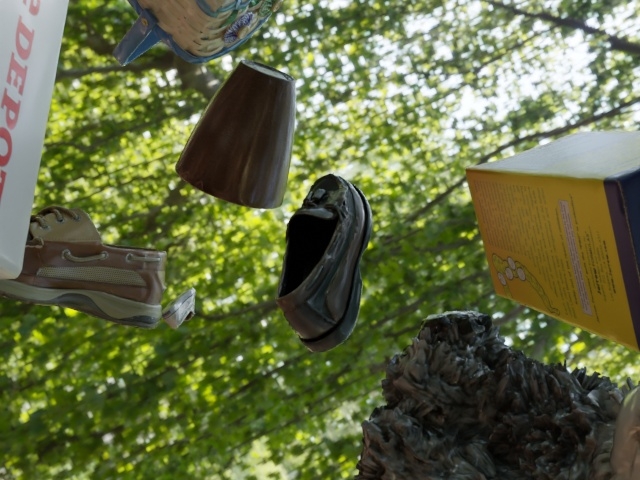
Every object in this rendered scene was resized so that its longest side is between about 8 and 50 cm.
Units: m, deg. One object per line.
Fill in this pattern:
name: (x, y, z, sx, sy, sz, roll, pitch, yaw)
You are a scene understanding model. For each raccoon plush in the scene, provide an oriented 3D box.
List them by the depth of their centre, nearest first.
raccoon plush: (0.213, 0.204, 0.580, 0.299, 0.216, 0.446, 11, -21, 24)

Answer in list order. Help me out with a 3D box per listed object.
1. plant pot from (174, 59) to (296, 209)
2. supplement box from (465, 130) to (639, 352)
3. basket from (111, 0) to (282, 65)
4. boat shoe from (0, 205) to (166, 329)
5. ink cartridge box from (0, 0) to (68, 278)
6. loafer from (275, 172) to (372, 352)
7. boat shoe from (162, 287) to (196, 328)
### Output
plant pot: (-0.133, -0.208, 1.454, 0.215, 0.215, 0.230, 43, -62, 49)
supplement box: (0.354, -0.017, 0.949, 0.356, 0.194, 0.195, -153, -134, -74)
basket: (-0.175, -0.368, 1.135, 0.201, 0.255, 0.289, 51, -25, -16)
boat shoe: (-0.314, 0.017, 0.924, 0.122, 0.120, 0.324, 11, -9, 39)
ink cartridge box: (-0.193, -0.122, 0.221, 0.283, 0.117, 0.207, 56, 35, -67)
loafer: (0.000, 0.000, 0.880, 0.084, 0.096, 0.268, 45, 29, -30)
boat shoe: (-0.196, 0.098, 1.111, 0.035, 0.035, 0.100, 58, 14, -9)
